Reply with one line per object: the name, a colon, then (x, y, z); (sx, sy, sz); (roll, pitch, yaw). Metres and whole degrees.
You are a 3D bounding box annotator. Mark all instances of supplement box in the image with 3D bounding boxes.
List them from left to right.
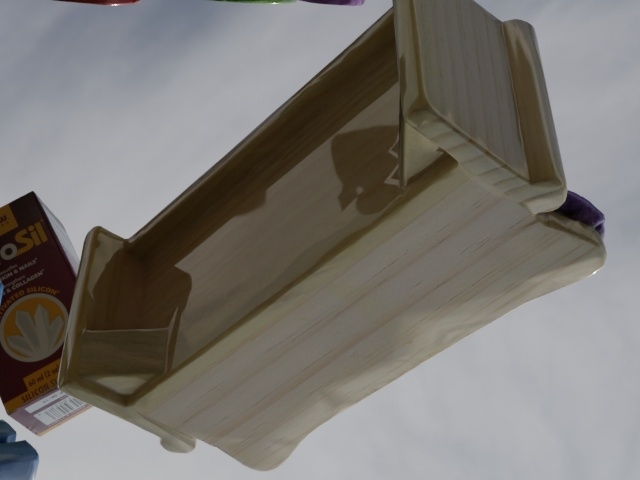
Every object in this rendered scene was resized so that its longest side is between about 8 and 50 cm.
supplement box: (-0.256, 0.064, 1.054); (0.104, 0.081, 0.188); (-29, -115, -5)

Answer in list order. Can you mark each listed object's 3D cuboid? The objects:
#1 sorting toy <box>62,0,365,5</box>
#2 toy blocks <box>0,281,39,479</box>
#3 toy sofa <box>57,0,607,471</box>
sorting toy: (-0.094, -0.245, 0.888); (0.127, 0.365, 0.126); (19, -69, 42)
toy blocks: (-0.214, 0.066, 0.398); (0.381, 0.260, 0.191); (29, -70, 39)
toy sofa: (0.000, 0.000, 0.779); (0.362, 0.177, 0.150); (-37, -143, 33)
